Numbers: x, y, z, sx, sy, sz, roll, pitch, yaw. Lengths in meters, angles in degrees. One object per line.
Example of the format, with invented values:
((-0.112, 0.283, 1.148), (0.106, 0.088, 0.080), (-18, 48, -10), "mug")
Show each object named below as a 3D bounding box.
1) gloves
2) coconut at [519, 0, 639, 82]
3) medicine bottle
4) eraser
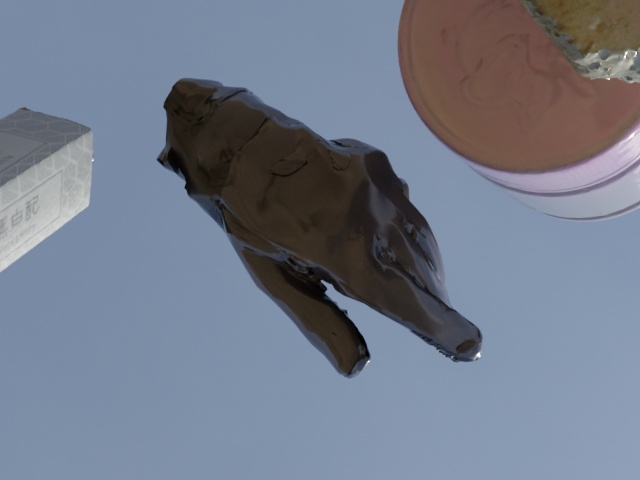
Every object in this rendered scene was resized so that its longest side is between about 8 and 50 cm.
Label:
((-0.004, -0.006, 0.976), (0.285, 0.119, 0.142), (38, -107, 7), "gloves")
((0.189, -0.197, 0.784), (0.233, 0.245, 0.233), (3, -68, 8), "coconut")
((0.190, -0.128, 1.101), (0.202, 0.316, 0.202), (-2, -96, 17), "medicine bottle")
((-0.337, -0.017, 1.282), (0.096, 0.404, 0.098), (13, -65, 13), "eraser")
